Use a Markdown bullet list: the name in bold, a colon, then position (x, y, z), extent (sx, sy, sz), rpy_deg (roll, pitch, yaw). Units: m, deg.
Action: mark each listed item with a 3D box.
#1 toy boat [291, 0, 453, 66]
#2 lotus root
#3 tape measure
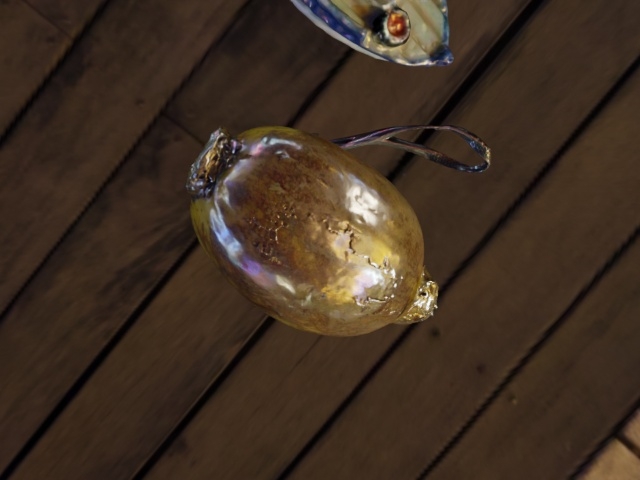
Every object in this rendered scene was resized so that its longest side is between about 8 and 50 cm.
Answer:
- **toy boat**: position (0.020, -0.232, 0.956), extent (0.262, 0.115, 0.114), rpy_deg (46, 71, -10)
- **lotus root**: position (0.000, 0.000, 0.850), extent (0.209, 0.120, 0.120), rpy_deg (34, 95, -26)
- **tape measure**: position (0.028, -0.025, 0.944), extent (0.180, 0.107, 0.104), rpy_deg (-26, 136, 36)
